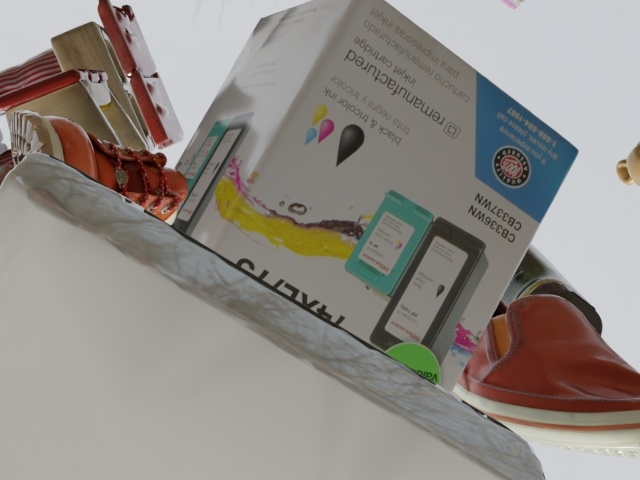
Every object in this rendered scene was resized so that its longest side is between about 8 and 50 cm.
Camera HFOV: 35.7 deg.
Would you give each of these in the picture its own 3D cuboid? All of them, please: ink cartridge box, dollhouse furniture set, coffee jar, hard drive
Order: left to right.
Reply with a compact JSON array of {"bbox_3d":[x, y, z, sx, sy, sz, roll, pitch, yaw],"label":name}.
[{"bbox_3d":[-0.258,-0.114,0.871,0.201,0.374,0.152,-22,-82,3],"label":"dollhouse furniture set"},{"bbox_3d":[-0.091,0.147,0.372,0.203,0.308,0.040,32,-162,-10],"label":"hard drive"},{"bbox_3d":[0.000,0.000,0.704,0.198,0.197,0.270,31,-97,-22],"label":"ink cartridge box"},{"bbox_3d":[0.249,0.066,1.147,0.096,0.079,0.184,35,-168,-20],"label":"coffee jar"}]

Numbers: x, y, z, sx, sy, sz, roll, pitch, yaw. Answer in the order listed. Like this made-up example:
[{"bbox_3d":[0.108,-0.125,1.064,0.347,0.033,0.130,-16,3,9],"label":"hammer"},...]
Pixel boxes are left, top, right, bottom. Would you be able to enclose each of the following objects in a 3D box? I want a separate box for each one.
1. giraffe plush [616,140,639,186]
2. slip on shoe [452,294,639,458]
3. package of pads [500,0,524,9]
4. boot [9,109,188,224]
[{"bbox_3d":[0.466,-0.075,1.282,0.181,0.210,0.171,-30,-111,10],"label":"giraffe plush"},{"bbox_3d":[0.168,0.092,0.747,0.123,0.331,0.101,10,-88,-22],"label":"slip on shoe"},{"bbox_3d":[0.229,-0.337,1.285,0.050,0.032,0.083,25,-152,-40],"label":"package of pads"},{"bbox_3d":[-0.106,-0.030,0.487,0.084,0.158,0.059,-9,-95,-12],"label":"boot"}]
